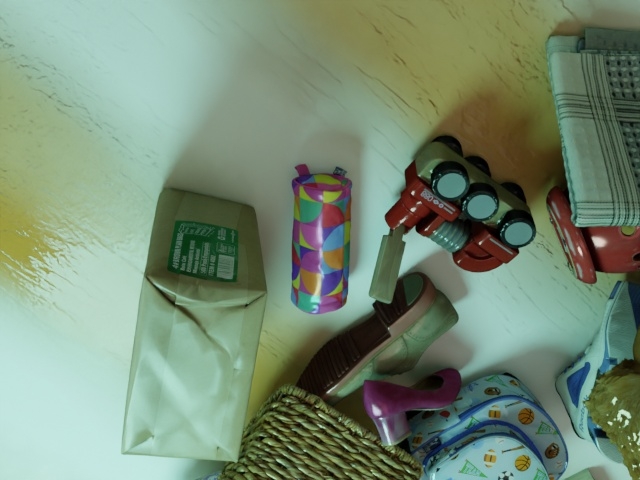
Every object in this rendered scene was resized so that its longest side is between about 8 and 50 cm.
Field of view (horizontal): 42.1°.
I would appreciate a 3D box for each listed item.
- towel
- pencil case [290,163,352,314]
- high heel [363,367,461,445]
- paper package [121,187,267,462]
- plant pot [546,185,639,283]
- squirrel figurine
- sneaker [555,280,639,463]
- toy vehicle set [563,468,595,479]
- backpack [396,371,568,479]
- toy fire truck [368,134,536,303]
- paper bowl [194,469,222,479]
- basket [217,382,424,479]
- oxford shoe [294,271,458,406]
[{"bbox_3d":[0.498,-0.174,1.226,0.312,0.324,0.056,-1,158,-5],"label":"towel"},{"bbox_3d":[0.000,0.000,1.344,0.105,0.104,0.236,-1,113,-6],"label":"pencil case"},{"bbox_3d":[0.160,0.245,1.431,0.244,0.082,0.117,-26,101,-41],"label":"high heel"},{"bbox_3d":[-0.190,0.119,1.253,0.168,0.325,0.309,7,113,-10],"label":"paper package"},{"bbox_3d":[0.463,-0.036,1.325,0.174,0.191,0.191,-20,115,11],"label":"plant pot"},{"bbox_3d":[0.604,0.209,1.291,0.397,0.281,0.370,-44,154,15],"label":"squirrel figurine"},{"bbox_3d":[0.502,0.223,1.484,0.128,0.182,0.315,16,83,-15],"label":"sneaker"},{"bbox_3d":[0.463,0.588,1.693,0.267,0.035,0.166,-30,114,8],"label":"toy vehicle set"},{"bbox_3d":[0.301,0.381,1.498,0.263,0.213,0.276,-40,110,1],"label":"backpack"},{"bbox_3d":[0.195,-0.005,1.342,0.217,0.158,0.246,33,119,-19],"label":"toy fire truck"},{"bbox_3d":[-0.166,0.564,1.512,0.284,0.284,0.148,23,152,-15],"label":"paper bowl"},{"bbox_3d":[-0.012,0.419,1.426,0.299,0.213,0.223,31,64,-7],"label":"basket"},{"bbox_3d":[0.092,0.213,1.438,0.348,0.123,0.130,-42,117,14],"label":"oxford shoe"}]
